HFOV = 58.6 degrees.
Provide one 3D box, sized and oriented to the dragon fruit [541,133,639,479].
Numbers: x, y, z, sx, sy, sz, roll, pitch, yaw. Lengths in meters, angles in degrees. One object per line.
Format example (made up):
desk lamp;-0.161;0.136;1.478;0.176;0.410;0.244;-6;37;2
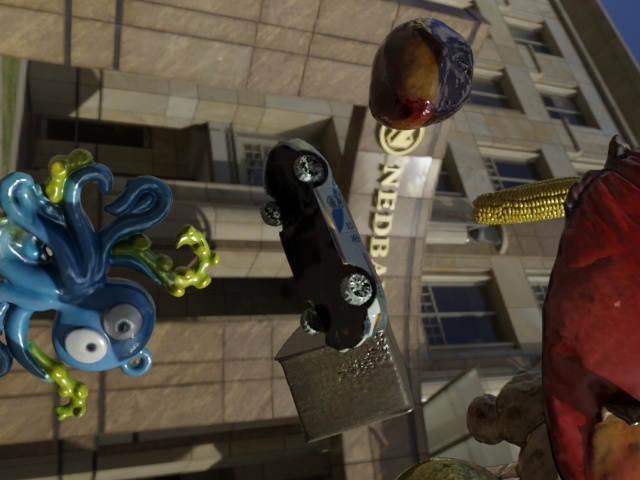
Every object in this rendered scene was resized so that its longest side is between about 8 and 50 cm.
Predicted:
dragon fruit;0.282;0.063;0.425;0.344;0.282;0.100;-53;-164;-12

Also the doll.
doll;-0.322;0.058;0.783;0.098;0.346;0.341;32;-27;57

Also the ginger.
ginger;0.413;0.349;1.043;0.155;0.244;0.304;63;-12;-20

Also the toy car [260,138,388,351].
toy car;0.000;0.000;0.522;0.095;0.056;0.205;-47;-122;52

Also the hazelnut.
hazelnut;0.197;-0.332;1.180;0.252;0.217;0.217;-56;-172;-29

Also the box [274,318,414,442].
box;0.045;0.210;0.976;0.273;0.184;0.143;-23;96;-84

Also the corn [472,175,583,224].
corn;0.357;-0.065;0.950;0.067;0.206;0.068;-8;90;-69

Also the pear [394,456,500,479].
pear;0.126;0.266;0.523;0.141;0.104;0.141;16;-68;45

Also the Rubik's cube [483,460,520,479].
Rubik's cube;0.359;0.665;1.178;0.305;0.303;0.301;-28;-103;37
